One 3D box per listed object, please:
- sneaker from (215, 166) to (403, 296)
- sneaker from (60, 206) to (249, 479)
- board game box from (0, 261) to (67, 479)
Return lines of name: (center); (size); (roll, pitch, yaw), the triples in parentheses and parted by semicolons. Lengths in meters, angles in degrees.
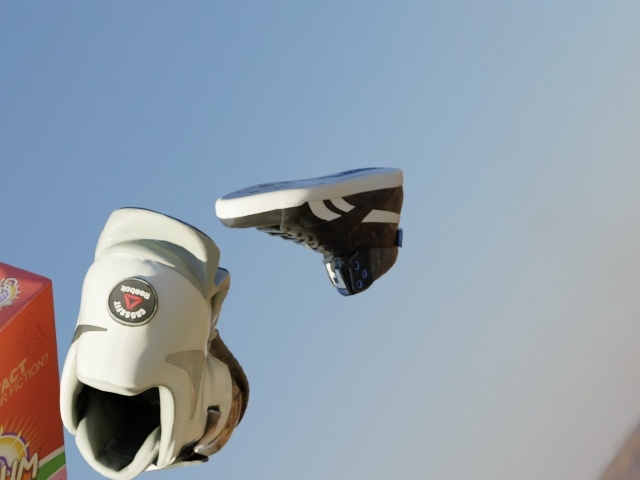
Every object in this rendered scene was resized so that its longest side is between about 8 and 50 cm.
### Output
sneaker: (0.000, 0.000, 1.713); (0.216, 0.079, 0.121); (-11, -81, -36)
sneaker: (-0.132, 0.114, 1.272); (0.330, 0.122, 0.146); (83, -156, -62)
board game box: (-0.296, 0.211, 1.418); (0.242, 0.064, 0.317); (-50, -31, -49)
